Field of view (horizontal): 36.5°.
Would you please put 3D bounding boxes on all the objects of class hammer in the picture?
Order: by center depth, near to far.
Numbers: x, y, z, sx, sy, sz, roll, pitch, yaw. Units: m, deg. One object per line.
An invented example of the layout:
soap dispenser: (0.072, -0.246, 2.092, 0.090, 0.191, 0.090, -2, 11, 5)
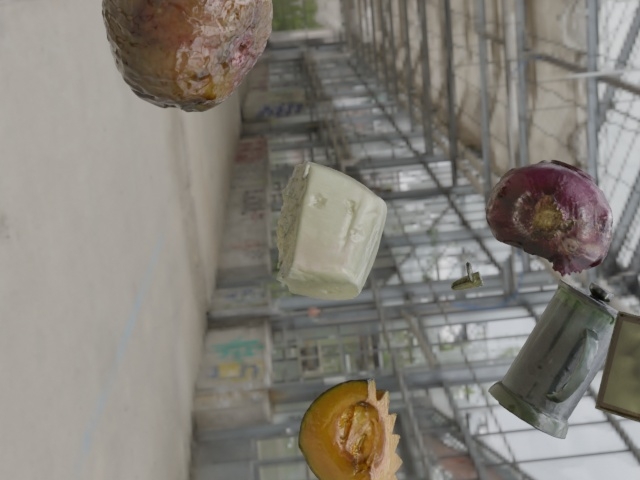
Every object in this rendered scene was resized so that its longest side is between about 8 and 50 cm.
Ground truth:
hammer: (0.254, 0.061, 1.711, 0.195, 0.060, 0.028, 47, 28, -74)

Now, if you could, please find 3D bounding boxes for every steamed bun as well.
steamed bun: (0.000, 0.000, 1.764, 0.226, 0.200, 0.170, -70, -168, -19)

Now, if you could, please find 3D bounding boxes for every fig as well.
fig: (-0.254, -0.389, 1.511, 0.368, 0.286, 0.286, 43, -12, 12)

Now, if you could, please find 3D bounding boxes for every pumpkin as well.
pumpkin: (0.053, 0.359, 1.727, 0.130, 0.149, 0.254, -18, 103, -67)

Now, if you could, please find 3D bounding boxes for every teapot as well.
teapot: (0.544, 0.254, 2.145, 0.337, 0.200, 0.270, -61, -179, 7)

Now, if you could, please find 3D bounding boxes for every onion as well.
onion: (0.318, -0.044, 1.334, 0.198, 0.173, 0.135, -49, 162, -76)

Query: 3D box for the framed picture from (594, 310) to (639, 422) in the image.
framed picture: (0.559, 0.220, 1.549, 0.231, 0.010, 0.173, 15, -88, 44)
